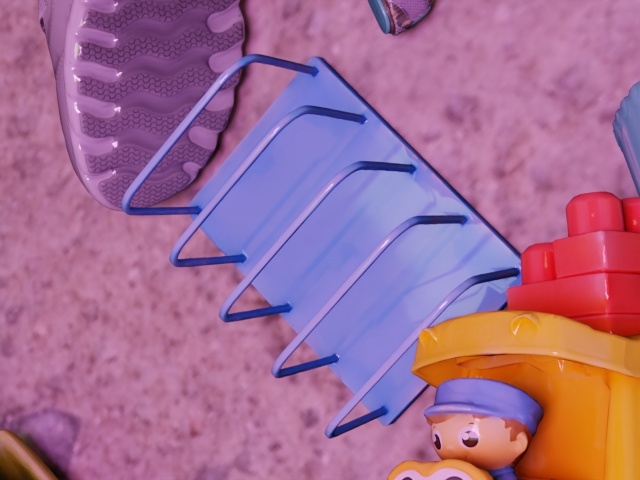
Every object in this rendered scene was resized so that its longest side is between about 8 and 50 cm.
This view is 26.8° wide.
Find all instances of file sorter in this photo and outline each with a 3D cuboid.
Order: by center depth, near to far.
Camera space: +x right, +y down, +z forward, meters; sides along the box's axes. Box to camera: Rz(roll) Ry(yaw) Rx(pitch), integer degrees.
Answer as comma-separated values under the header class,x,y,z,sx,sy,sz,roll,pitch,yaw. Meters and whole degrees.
class,x,y,z,sx,sy,sz,roll,pitch,yaw
file sorter,0.000,0.000,0.690,0.170,0.104,0.118,46,107,16

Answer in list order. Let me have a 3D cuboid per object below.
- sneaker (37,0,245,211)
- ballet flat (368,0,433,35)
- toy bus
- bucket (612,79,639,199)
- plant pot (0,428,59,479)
class,x,y,z,sx,sy,sz,roll,pitch,yaw
sneaker,-0.115,-0.158,0.757,0.115,0.105,0.281,6,99,57
ballet flat,0.026,-0.163,0.715,0.041,0.041,0.114,-32,80,21
toy bus,0.107,0.086,0.581,0.149,0.220,0.211,-11,82,50
bucket,0.257,-0.015,0.497,0.281,0.281,0.183,-28,75,21
plant pot,-0.210,0.245,0.731,0.227,0.207,0.228,45,108,16
